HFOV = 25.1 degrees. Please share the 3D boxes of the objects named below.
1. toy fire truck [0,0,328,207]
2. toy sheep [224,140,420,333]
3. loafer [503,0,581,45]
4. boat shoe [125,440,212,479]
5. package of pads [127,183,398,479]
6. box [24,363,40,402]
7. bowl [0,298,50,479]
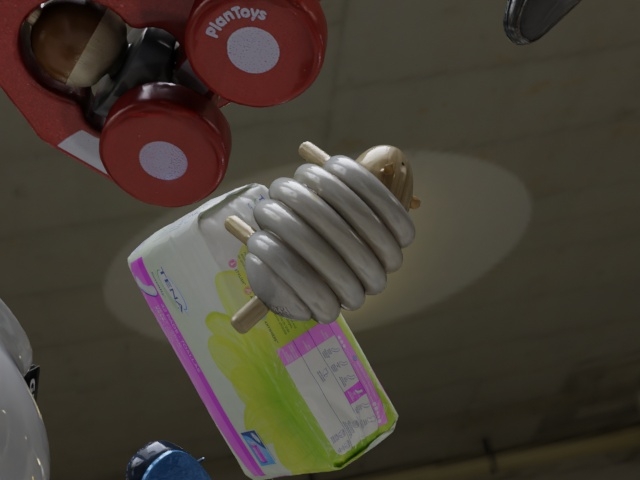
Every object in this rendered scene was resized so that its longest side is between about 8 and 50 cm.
[{"bbox_3d":[-0.138,-0.184,1.068,0.254,0.169,0.302,32,-53,-18],"label":"toy fire truck"},{"bbox_3d":[0.000,0.000,0.770,0.132,0.091,0.091,-48,-25,-6],"label":"toy sheep"},{"bbox_3d":[0.229,-0.247,1.306,0.062,0.061,0.170,37,-95,-38],"label":"loafer"},{"bbox_3d":[-0.147,0.286,1.377,0.109,0.089,0.258,-28,-49,-26],"label":"boat shoe"},{"bbox_3d":[-0.066,0.101,1.487,0.101,0.296,0.229,-32,3,-29],"label":"package of pads"},{"bbox_3d":[-0.406,0.226,1.230,0.295,0.293,0.073,9,8,7],"label":"box"},{"bbox_3d":[-0.257,0.078,0.807,0.298,0.134,0.298,26,-31,17],"label":"bowl"}]
